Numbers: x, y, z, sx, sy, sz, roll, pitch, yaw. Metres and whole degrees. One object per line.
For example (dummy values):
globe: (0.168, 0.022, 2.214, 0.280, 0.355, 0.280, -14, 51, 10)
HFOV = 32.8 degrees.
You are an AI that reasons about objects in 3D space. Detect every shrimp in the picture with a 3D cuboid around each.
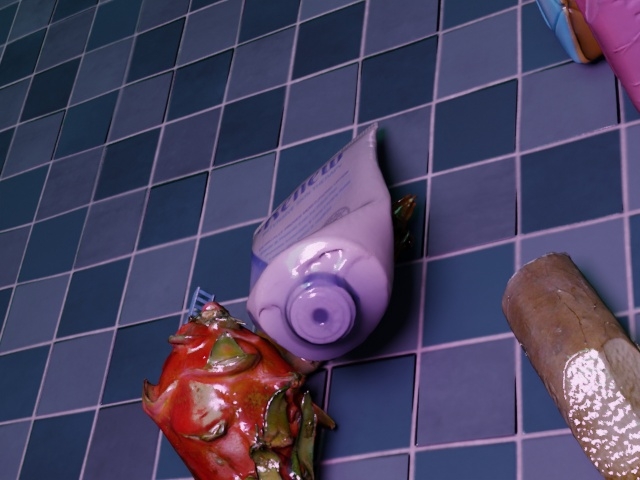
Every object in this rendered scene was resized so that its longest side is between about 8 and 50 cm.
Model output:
shrimp: (0.019, 0.052, 1.353, 0.294, 0.062, 0.154, -46, 38, 2)

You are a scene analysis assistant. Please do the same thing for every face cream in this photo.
face cream: (0.000, 0.000, 1.301, 0.235, 0.137, 0.420, -43, 18, 15)

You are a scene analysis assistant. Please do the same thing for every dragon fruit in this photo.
dragon fruit: (-0.079, 0.197, 1.220, 0.198, 0.200, 0.269, -14, 29, -32)

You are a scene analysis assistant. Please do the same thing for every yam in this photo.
yam: (0.270, 0.129, 1.080, 0.106, 0.106, 0.259, -37, 43, 10)

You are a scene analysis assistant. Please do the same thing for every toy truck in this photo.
toy truck: (-0.153, 0.118, 1.436, 0.074, 0.063, 0.136, -26, 41, 46)

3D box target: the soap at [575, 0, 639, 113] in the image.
soap: (0.364, -0.294, 1.153, 0.193, 0.324, 0.109, -30, 44, 16)

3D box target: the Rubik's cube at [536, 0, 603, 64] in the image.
Rubik's cube: (0.301, -0.381, 1.344, 0.254, 0.254, 0.254, -20, 50, 25)
